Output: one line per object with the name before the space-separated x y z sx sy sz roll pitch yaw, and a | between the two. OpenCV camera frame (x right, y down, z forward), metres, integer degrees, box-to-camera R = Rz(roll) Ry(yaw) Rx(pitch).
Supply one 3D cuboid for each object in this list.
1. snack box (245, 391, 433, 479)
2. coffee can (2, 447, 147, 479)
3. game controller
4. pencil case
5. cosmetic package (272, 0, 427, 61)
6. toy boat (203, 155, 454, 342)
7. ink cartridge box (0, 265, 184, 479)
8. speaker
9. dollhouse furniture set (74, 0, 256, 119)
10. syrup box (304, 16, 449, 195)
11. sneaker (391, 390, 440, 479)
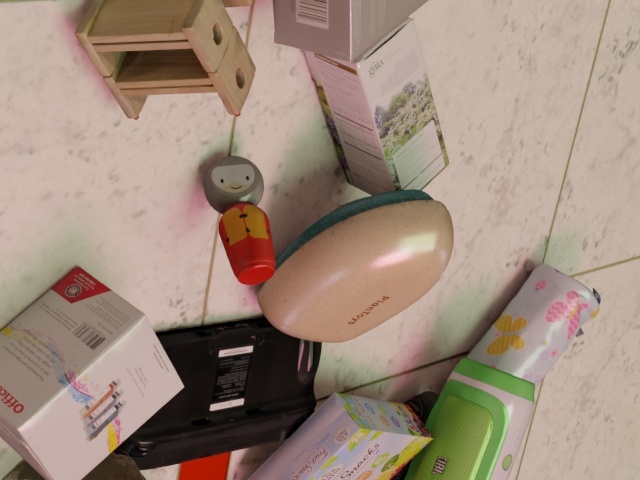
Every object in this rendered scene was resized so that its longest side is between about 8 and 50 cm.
snack box | 0.028 0.286 1.933 0.174 0.070 0.207 -47 150 16
coffee can | -0.235 0.381 1.664 0.201 0.201 0.275 -45 139 -17
game controller | -0.121 0.179 1.784 0.319 0.067 0.166 -5 103 -46
pencil case | 0.291 0.164 2.158 0.273 0.113 0.124 -50 140 -10
cosmetic package | 0.052 -0.299 1.574 0.238 0.107 0.127 -44 143 -47
toy boat | 0.000 0.000 1.706 0.267 0.148 0.318 -35 146 31
ink cartridge box | -0.261 0.145 1.544 0.176 0.128 0.127 -41 138 -20
speaker | 0.191 0.315 2.014 0.131 0.131 0.296 25 85 -51
dollhouse furniture set | -0.132 -0.230 1.476 0.129 0.129 0.184 63 36 -47
syrup box | 0.067 -0.159 1.726 0.093 0.096 0.237 -43 138 -22
sneaker | 0.110 0.332 2.098 0.130 0.087 0.227 -14 120 -39
